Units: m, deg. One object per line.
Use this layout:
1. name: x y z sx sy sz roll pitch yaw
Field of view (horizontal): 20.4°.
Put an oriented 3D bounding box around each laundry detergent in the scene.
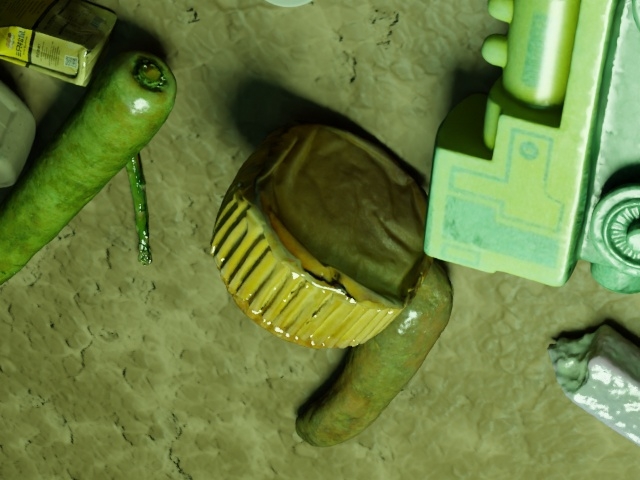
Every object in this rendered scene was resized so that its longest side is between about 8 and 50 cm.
1. laundry detergent: -0.371 -0.100 1.632 0.237 0.076 0.171 -5 145 40

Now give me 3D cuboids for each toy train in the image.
1. toy train: 0.214 -0.132 1.392 0.237 0.150 0.369 15 124 16

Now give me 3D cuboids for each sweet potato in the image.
1. sweet potato: 0.051 0.116 1.653 0.075 0.075 0.273 29 131 -2

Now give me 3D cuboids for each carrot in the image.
1. carrot: -0.240 -0.049 1.634 0.074 0.074 0.358 38 130 -9

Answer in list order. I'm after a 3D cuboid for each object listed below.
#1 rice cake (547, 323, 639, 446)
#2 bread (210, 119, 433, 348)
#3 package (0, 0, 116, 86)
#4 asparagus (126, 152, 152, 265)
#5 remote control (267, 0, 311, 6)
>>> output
1. rice cake: 0.378 0.201 1.599 0.399 0.070 0.064 34 122 -6
2. bread: -0.001 -0.001 1.512 0.199 0.199 0.104 35 130 -6
3. package: -0.249 -0.184 1.548 0.131 0.071 0.047 19 132 7
4. asparagus: -0.168 -0.032 1.655 0.015 0.018 0.127 24 131 40
5. remote control: -0.052 -0.301 1.436 0.077 0.022 0.245 -8 119 21
